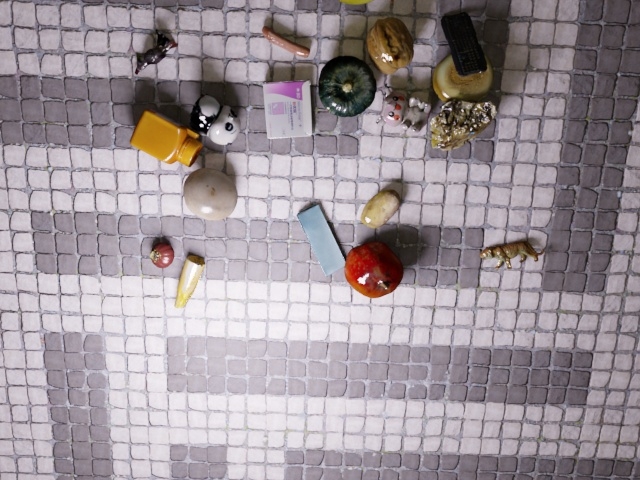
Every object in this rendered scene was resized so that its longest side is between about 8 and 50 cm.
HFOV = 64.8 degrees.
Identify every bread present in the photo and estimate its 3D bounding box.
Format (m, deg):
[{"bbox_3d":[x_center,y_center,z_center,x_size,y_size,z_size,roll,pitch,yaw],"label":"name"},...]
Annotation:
[{"bbox_3d":[0.502,-0.567,1.775,0.214,0.105,0.213,0,90,-1],"label":"bread"}]

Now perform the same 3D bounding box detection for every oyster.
[{"bbox_3d":[0.495,-0.397,1.785,0.215,0.083,0.222,-2,143,5],"label":"oyster"}]

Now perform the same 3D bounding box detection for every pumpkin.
[{"bbox_3d":[0.092,-0.536,1.760,0.212,0.152,0.211,0,90,-8],"label":"pumpkin"}]

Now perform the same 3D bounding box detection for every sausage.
[{"bbox_3d":[-0.124,-0.698,1.782,0.187,0.043,0.043,26,102,-5],"label":"sausage"}]

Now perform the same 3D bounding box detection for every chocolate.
[{"bbox_3d":[-0.519,0.166,1.969,0.086,0.085,0.219,24,106,-5],"label":"chocolate"}]

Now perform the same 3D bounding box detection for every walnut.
[{"bbox_3d":[0.236,-0.673,1.735,0.156,0.155,0.184,-26,106,6],"label":"walnut"}]

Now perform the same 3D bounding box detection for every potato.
[{"bbox_3d":[0.226,-0.120,1.892,0.107,0.080,0.170,39,95,-7],"label":"potato"}]

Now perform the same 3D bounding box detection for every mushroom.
[{"bbox_3d":[-0.413,-0.158,1.851,0.205,0.204,0.204,0,103,0],"label":"mushroom"}]

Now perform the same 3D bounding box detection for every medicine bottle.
[{"bbox_3d":[-0.117,-0.476,1.829,0.171,0.052,0.200,-2,105,0],"label":"medicine bottle"},{"bbox_3d":[-0.550,-0.361,1.824,0.222,0.112,0.149,28,101,-6],"label":"medicine bottle"}]

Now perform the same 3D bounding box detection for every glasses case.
[{"bbox_3d":[0.000,0.000,1.943,0.105,0.056,0.265,-29,102,-18],"label":"glasses case"}]

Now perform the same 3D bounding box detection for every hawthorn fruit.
[{"bbox_3d":[0.200,0.120,1.875,0.216,0.249,0.215,-9,124,-13],"label":"hawthorn fruit"}]

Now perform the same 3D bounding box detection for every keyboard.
[{"bbox_3d":[0.490,-0.674,1.726,0.106,0.016,0.262,-11,69,2],"label":"keyboard"}]

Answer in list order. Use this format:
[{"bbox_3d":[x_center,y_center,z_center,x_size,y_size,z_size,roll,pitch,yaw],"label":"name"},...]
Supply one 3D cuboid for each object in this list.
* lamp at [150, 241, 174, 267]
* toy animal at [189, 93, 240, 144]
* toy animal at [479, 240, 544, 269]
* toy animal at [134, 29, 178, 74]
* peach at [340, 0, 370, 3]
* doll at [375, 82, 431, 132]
[{"bbox_3d":[-0.605,0.056,1.933,0.101,0.090,0.101,1,92,33],"label":"lamp"},{"bbox_3d":[-0.369,-0.431,1.795,0.179,0.165,0.138,27,145,-14],"label":"toy animal"},{"bbox_3d":[0.737,0.053,1.942,0.242,0.057,0.099,-15,102,4],"label":"toy animal"},{"bbox_3d":[-0.587,-0.657,1.780,0.203,0.070,0.105,-33,57,15],"label":"toy animal"},{"bbox_3d":[0.112,-0.905,1.599,0.315,0.315,0.281,24,114,-18],"label":"peach"},{"bbox_3d":[0.296,-0.462,1.807,0.192,0.095,0.149,19,96,-2],"label":"doll"}]
